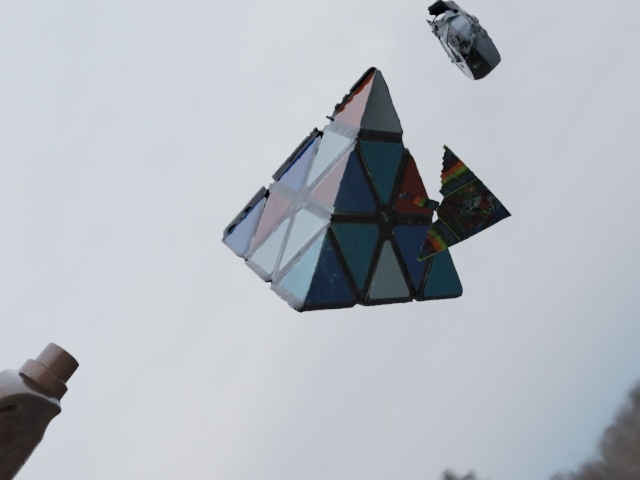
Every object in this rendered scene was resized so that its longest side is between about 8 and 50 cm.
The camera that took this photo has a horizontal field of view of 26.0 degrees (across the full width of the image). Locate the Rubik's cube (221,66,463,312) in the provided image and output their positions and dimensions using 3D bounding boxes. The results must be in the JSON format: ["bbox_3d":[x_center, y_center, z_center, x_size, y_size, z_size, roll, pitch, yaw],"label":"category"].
[{"bbox_3d":[0.000,0.000,1.502,0.250,0.234,0.284,36,-121,-43],"label":"Rubik's cube"}]

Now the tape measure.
[{"bbox_3d":[0.173,-0.235,1.652,0.054,0.094,0.091,-39,-41,1],"label":"tape measure"}]

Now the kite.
[{"bbox_3d":[0.105,-0.024,1.085,0.004,0.090,0.122,-86,9,-47],"label":"kite"}]

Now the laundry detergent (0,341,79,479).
[{"bbox_3d":[-0.321,0.189,1.319,0.237,0.076,0.171,-53,-10,-18],"label":"laundry detergent"}]
